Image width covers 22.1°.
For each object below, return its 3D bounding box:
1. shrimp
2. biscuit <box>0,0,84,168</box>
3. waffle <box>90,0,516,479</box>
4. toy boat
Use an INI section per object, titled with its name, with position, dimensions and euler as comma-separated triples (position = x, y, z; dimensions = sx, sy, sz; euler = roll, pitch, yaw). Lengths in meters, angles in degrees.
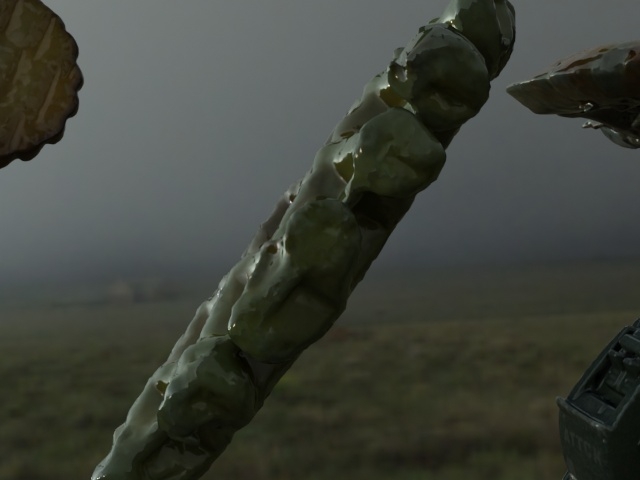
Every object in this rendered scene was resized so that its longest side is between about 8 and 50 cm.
[shrimp]
position = 0.188, -0.091, 1.005
dimensions = 0.164, 0.062, 0.317
euler = 1, -1, -5
[biscuit]
position = -0.279, -0.149, 1.514
dimensions = 0.118, 0.183, 0.061
euler = 0, -20, -21
[waffle]
position = 0.000, 0.000, 0.812
dimensions = 0.056, 0.309, 0.292
euler = 36, 11, 1
[toy boat]
position = 0.113, 0.135, 0.693
dimensions = 0.085, 0.261, 0.078
euler = 28, 2, -24
